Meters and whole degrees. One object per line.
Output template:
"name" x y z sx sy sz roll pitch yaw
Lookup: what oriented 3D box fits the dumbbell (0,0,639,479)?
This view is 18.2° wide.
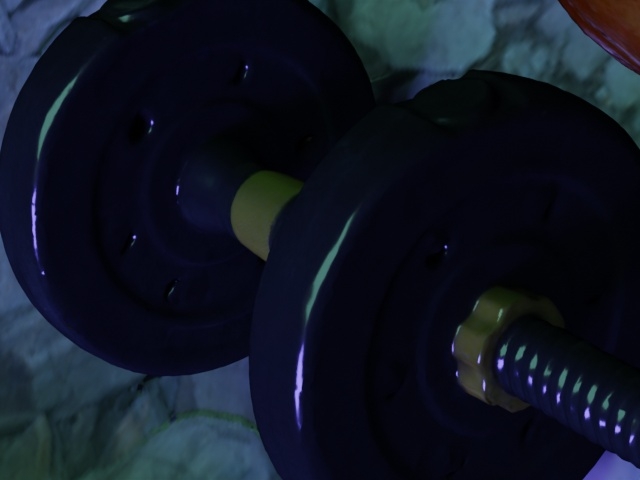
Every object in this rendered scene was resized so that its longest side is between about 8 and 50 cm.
"dumbbell" 0.000 0.000 0.627 0.325 0.143 0.143 28 97 48

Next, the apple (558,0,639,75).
"apple" 0.137 -0.108 0.506 0.173 0.160 0.195 10 44 34
